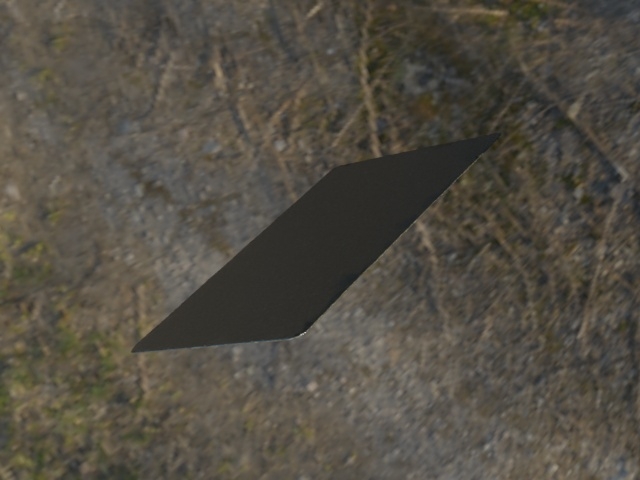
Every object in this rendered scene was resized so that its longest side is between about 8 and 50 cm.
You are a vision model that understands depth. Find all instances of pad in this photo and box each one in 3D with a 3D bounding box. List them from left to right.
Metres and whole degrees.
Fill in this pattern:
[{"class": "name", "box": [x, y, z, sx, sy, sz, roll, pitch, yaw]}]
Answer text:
[{"class": "pad", "box": [0.000, 0.000, 0.788, 0.143, 0.211, 0.003, -9, 115, 45]}]
